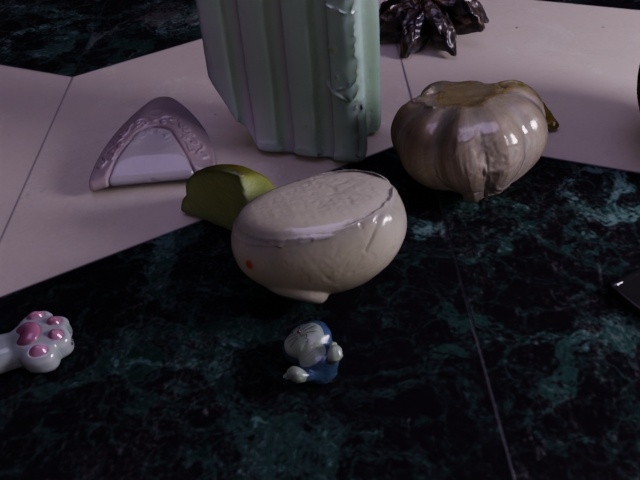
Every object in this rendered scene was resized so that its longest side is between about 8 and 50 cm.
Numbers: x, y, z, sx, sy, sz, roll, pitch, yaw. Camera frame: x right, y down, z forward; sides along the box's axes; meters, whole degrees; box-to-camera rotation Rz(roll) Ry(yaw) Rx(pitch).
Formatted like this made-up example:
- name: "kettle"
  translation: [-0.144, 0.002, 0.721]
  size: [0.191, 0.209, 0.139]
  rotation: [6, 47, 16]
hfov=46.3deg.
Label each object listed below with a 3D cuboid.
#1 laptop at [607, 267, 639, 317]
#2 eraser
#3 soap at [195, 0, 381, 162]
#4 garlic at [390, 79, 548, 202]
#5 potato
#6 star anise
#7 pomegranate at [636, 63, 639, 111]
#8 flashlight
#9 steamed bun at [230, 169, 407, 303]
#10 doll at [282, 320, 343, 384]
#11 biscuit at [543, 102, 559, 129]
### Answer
- name: "laptop"
  translation: [0.480, 0.060, 0.939]
  size: [0.197, 0.016, 0.135]
  rotation: [-23, 44, -19]
- name: "eraser"
  translation: [-0.279, -0.178, 1.272]
  size: [0.204, 0.059, 0.243]
  rotation: [-7, 44, -1]
- name: "soap"
  translation: [-0.046, -0.349, 1.151]
  size: [0.261, 0.446, 0.156]
  rotation: [10, 44, 19]
- name: "garlic"
  translation: [0.222, -0.149, 1.111]
  size: [0.228, 0.152, 0.228]
  rotation: [-10, 39, 8]
- name: "potato"
  translation: [-0.135, -0.084, 1.099]
  size: [0.149, 0.120, 0.081]
  rotation: [21, 48, 26]
- name: "star anise"
  translation: [0.224, -0.464, 1.524]
  size: [0.236, 0.109, 0.223]
  rotation: [2, 36, 11]
- name: "pomegranate"
  translation: [0.648, -0.249, 1.084]
  size: [0.341, 0.285, 0.285]
  rotation: [-3, 40, 4]
- name: "flashlight"
  translation: [-0.409, 0.140, 0.923]
  size: [0.200, 0.047, 0.093]
  rotation: [-15, 41, -12]
- name: "steamed bun"
  translation: [0.000, 0.000, 0.977]
  size: [0.228, 0.130, 0.177]
  rotation: [-17, 31, -11]
- name: "doll"
  translation: [-0.014, 0.134, 0.884]
  size: [0.076, 0.050, 0.083]
  rotation: [-29, 44, 0]
- name: "biscuit"
  translation: [0.351, -0.207, 1.268]
  size: [0.083, 0.018, 0.081]
  rotation: [-10, 40, -4]
